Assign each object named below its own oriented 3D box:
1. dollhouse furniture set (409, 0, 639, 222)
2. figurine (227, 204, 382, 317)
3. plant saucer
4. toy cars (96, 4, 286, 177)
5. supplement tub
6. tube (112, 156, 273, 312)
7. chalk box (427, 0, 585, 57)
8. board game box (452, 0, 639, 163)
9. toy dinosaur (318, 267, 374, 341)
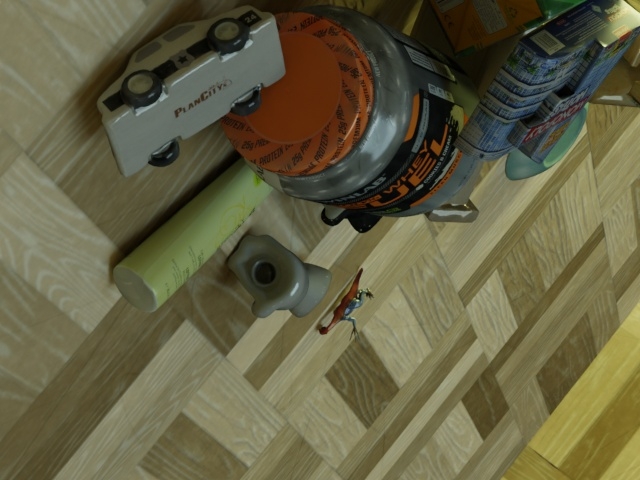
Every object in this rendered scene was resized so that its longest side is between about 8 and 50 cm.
[{"bbox_3d":[0.295,-0.168,2.016,0.394,0.362,0.256,1,126,-31],"label":"dollhouse furniture set"},{"bbox_3d":[0.000,0.000,2.010,0.215,0.092,0.209,-54,162,3],"label":"figurine"},{"bbox_3d":[0.348,-0.161,2.531,0.195,0.037,0.195,-42,155,-25],"label":"plant saucer"},{"bbox_3d":[-0.075,-0.231,1.515,0.176,0.087,0.394,10,119,-53],"label":"toy cars"},{"bbox_3d":[0.032,-0.128,1.729,0.194,0.193,0.316,-58,157,10],"label":"supplement tub"},{"bbox_3d":[-0.115,-0.021,1.777,0.240,0.062,0.070,-45,-162,-33],"label":"tube"},{"bbox_3d":[0.248,-0.336,1.743,0.289,0.180,0.179,-31,-173,-27],"label":"chalk box"},{"bbox_3d":[0.226,-0.145,1.758,0.194,0.060,0.194,-32,158,-46],"label":"board game box"},{"bbox_3d":[0.028,0.090,2.281,0.082,0.047,0.090,-31,117,-27],"label":"toy dinosaur"}]
